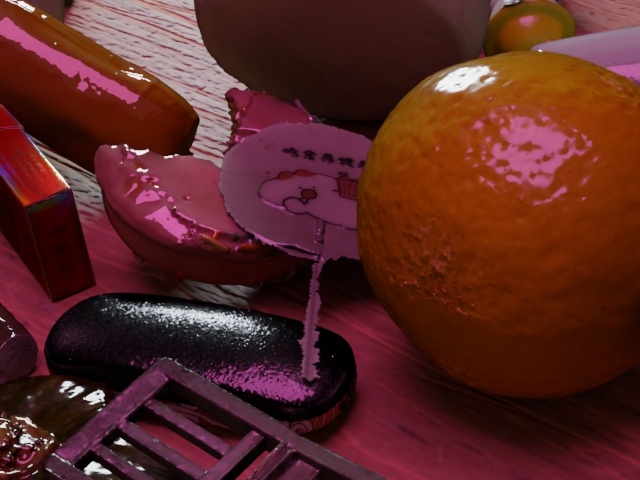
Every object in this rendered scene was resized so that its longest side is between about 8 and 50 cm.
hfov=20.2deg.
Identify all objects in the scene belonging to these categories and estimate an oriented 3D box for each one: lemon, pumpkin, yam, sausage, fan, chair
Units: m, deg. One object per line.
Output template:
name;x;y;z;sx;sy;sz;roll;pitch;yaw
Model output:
lemon;0.164;-0.014;1.391;0.293;0.293;0.293;-6;37;5
pumpkin;-0.243;0.186;1.365;0.290;0.095;0.258;-11;24;-16
yam;-0.295;0.074;1.557;0.054;0.054;0.132;-30;43;-24
sausage;-0.267;-0.158;1.713;0.328;0.112;0.112;32;47;5
fan;0.000;-0.001;1.511;0.191;0.009;0.329;11;41;-3
chair;-0.043;0.218;1.233;0.270;0.147;0.136;23;50;33

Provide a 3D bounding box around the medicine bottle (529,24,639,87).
medicine bottle;0.318;-0.128;1.605;0.252;0.144;0.144;-12;37;1

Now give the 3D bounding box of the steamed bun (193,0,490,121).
steamed bun;0.023;-0.247;1.706;0.283;0.283;0.177;1;59;14

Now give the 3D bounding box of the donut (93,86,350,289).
donut;-0.076;-0.038;1.603;0.233;0.085;0.199;-25;53;-34

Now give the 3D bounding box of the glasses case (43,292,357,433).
glasses case;-0.100;0.099;1.467;0.267;0.067;0.103;10;42;22

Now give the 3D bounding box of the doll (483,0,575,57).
doll;0.203;-0.241;1.817;0.135;0.098;0.241;9;38;-8

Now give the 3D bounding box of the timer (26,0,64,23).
timer;-0.447;-0.249;1.875;0.291;0.290;0.315;-24;19;-18

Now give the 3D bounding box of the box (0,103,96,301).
box;-0.268;-0.036;1.646;0.048;0.112;0.175;-24;41;-18
